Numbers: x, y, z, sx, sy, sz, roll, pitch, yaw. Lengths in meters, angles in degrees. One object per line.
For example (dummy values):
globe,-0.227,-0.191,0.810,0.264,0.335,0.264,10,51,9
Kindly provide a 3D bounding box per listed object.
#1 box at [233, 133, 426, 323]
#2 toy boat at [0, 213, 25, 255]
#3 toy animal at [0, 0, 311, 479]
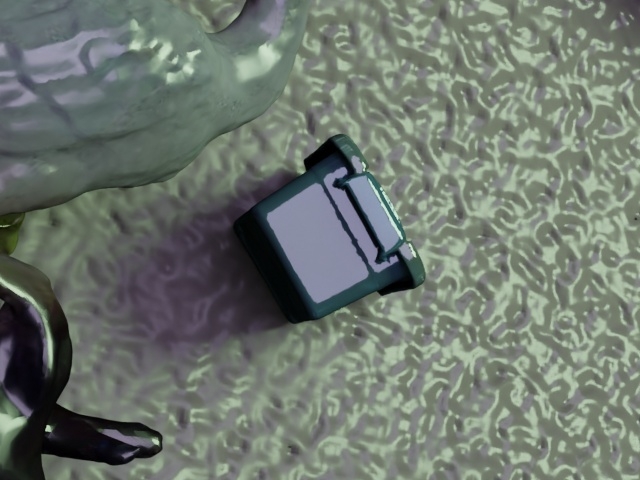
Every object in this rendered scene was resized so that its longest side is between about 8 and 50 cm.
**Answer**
box,0.000,0.000,0.816,0.054,0.099,0.074,-28,90,-10
toy boat,-0.179,-0.100,0.771,0.111,0.084,0.276,2,78,-23
toy animal,-0.080,-0.057,0.719,0.195,0.090,0.324,40,77,-28
